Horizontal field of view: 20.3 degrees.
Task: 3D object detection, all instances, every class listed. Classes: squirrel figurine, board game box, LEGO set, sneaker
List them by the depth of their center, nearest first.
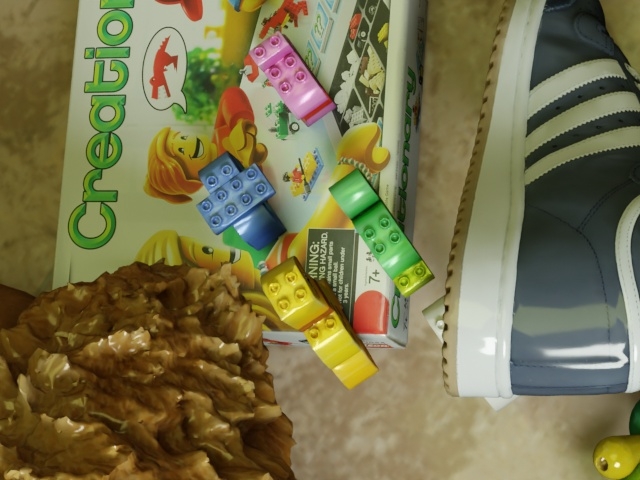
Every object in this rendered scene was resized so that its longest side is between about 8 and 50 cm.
[{"bbox_3d":[-0.193,0.142,0.795,0.396,0.370,0.281,-17,95,11],"label":"squirrel figurine"},{"bbox_3d":[0.152,-0.031,0.854,0.153,0.099,0.282,3,44,13],"label":"sneaker"},{"bbox_3d":[0.000,0.000,0.884,0.087,0.093,0.227,-35,75,4],"label":"LEGO set"},{"bbox_3d":[-0.040,-0.096,0.993,0.192,0.053,0.305,1,80,17],"label":"board game box"}]

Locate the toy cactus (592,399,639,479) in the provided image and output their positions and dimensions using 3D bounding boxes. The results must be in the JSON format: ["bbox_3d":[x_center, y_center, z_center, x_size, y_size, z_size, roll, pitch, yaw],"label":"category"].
[{"bbox_3d":[0.209,0.066,0.870,0.219,0.112,0.181,-35,62,17],"label":"toy cactus"}]
